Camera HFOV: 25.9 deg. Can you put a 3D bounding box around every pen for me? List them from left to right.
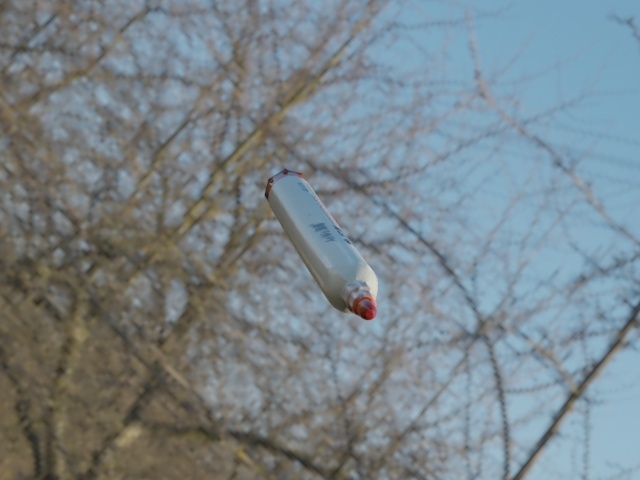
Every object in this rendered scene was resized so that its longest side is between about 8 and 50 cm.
[{"bbox_3d":[0.000,0.000,0.657,0.026,0.026,0.218,48,3,-18],"label":"pen"}]
